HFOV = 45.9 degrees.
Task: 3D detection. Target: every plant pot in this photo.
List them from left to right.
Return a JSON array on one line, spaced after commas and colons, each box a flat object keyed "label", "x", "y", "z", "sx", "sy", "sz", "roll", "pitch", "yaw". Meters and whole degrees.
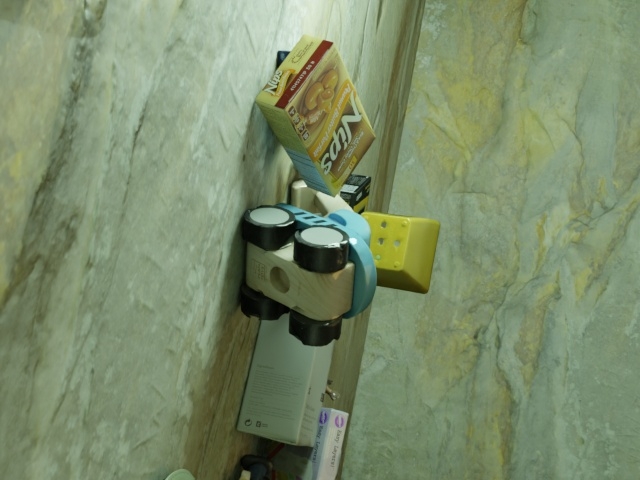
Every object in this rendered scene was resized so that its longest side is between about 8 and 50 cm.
[{"label": "plant pot", "x": 0.191, "y": 0.018, "z": 2.082, "sx": 0.187, "sy": 0.212, "sz": 0.212, "roll": 26, "pitch": 74, "yaw": -66}]

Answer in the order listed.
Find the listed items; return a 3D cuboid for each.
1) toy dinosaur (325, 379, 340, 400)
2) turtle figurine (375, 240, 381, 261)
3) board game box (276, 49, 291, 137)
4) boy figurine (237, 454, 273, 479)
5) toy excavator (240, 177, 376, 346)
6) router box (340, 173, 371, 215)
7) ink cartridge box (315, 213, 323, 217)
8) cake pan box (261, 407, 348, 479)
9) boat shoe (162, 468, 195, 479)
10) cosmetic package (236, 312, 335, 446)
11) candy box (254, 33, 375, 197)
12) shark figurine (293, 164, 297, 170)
[{"label": "toy dinosaur", "x": -0.046, "y": 0.346, "z": 2.102, "sx": 0.295, "sy": 0.127, "sz": 0.200, "roll": -112, "pitch": 178, "yaw": -84}, {"label": "turtle figurine", "x": 0.092, "y": 0.012, "z": 2.530, "sx": 0.266, "sy": 0.275, "sz": 0.197, "roll": -117, "pitch": -171, "yaw": -76}, {"label": "board game box", "x": -0.042, "y": -0.345, "z": 1.685, "sx": 0.194, "sy": 0.060, "sz": 0.194, "roll": -59, "pitch": 155, "yaw": -60}, {"label": "boy figurine", "x": -0.182, "y": 0.612, "z": 1.692, "sx": 0.285, "sy": 0.092, "sz": 0.177, "roll": -55, "pitch": 153, "yaw": -63}, {"label": "toy excavator", "x": 0.000, "y": 0.000, "z": 1.668, "sx": 0.445, "sy": 0.433, "sz": 0.222, "roll": -21, "pitch": 124, "yaw": -44}, {"label": "router box", "x": 0.070, "y": -0.046, "z": 2.111, "sx": 0.309, "sy": 0.081, "sz": 0.243, "roll": -49, "pitch": 147, "yaw": -72}, {"label": "ink cartridge box", "x": -0.012, "y": -0.052, "z": 2.059, "sx": 0.180, "sy": 0.060, "sz": 0.104, "roll": -69, "pitch": 164, "yaw": -46}, {"label": "cake pan box", "x": -0.052, "y": 0.546, "z": 1.942, "sx": 0.070, "sy": 0.246, "sz": 0.266, "roll": 26, "pitch": 71, "yaw": -38}, {"label": "boat shoe", "x": -0.261, "y": 0.445, "z": 1.234, "sx": 0.081, "sy": 0.069, "sz": 0.228, "roll": 59, "pitch": 10, "yaw": 0}, {"label": "cosmetic package", "x": -0.066, "y": 0.292, "z": 1.835, "sx": 0.217, "sy": 0.156, "sz": 0.385, "roll": 57, "pitch": 45, "yaw": -71}, {"label": "candy box", "x": -0.001, "y": -0.254, "z": 1.597, "sx": 0.183, "sy": 0.087, "sz": 0.316, "roll": -55, "pitch": 147, "yaw": -15}, {"label": "shark figurine", "x": -0.024, "y": -0.225, "z": 1.859, "sx": 0.278, "sy": 0.166, "sz": 0.116, "roll": -32, "pitch": 107, "yaw": -52}]
